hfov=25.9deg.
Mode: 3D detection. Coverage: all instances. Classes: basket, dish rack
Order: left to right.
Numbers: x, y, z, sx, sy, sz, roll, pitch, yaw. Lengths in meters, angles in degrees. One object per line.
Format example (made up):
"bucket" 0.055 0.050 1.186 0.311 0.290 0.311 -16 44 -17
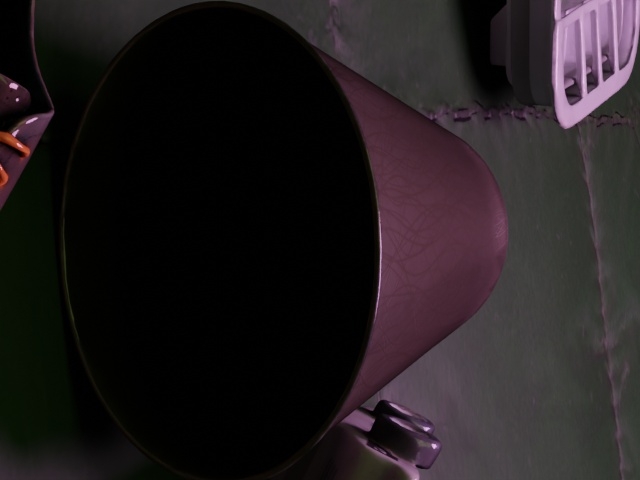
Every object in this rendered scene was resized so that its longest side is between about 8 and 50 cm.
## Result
"basket" 0.000 0.000 0.688 0.227 0.154 0.204 -2 92 -66
"dish rack" 0.204 -0.277 1.143 0.285 0.072 0.333 -33 126 -59

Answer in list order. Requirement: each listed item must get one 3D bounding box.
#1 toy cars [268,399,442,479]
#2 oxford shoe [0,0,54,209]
"toy cars" -0.035 0.184 0.634 0.394 0.087 0.176 -59 175 -49
"oxford shoe" -0.149 -0.021 0.459 0.097 0.098 0.271 32 57 -56
